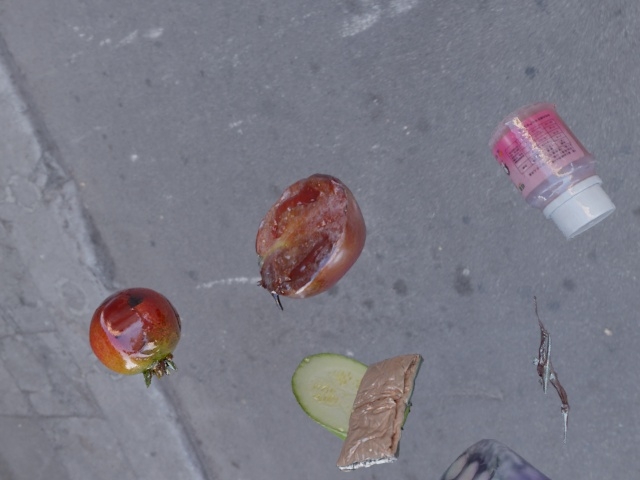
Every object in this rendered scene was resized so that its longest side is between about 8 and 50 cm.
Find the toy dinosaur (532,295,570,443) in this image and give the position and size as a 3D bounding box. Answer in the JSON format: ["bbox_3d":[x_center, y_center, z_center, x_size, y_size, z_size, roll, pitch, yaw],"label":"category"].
[{"bbox_3d":[0.344,0.193,0.883,0.032,0.108,0.220,-14,77,13],"label":"toy dinosaur"}]

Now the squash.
[{"bbox_3d":[0.068,0.383,1.427,0.260,0.189,0.189,38,126,-5],"label":"squash"}]

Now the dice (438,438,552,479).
[{"bbox_3d":[0.318,0.522,0.975,0.271,0.270,0.270,39,83,7],"label":"dice"}]

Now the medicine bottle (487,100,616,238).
[{"bbox_3d":[0.434,-0.131,1.095,0.147,0.147,0.247,-42,68,36],"label":"medicine bottle"}]

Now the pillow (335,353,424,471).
[{"bbox_3d":[0.105,0.294,1.026,0.126,0.233,0.043,-27,115,38],"label":"pillow"}]

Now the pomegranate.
[{"bbox_3d":[-0.425,0.222,1.363,0.210,0.210,0.235,-32,85,35],"label":"pomegranate"}]

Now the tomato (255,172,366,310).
[{"bbox_3d":[0.001,0.004,1.258,0.308,0.309,0.170,-29,138,35],"label":"tomato"}]
